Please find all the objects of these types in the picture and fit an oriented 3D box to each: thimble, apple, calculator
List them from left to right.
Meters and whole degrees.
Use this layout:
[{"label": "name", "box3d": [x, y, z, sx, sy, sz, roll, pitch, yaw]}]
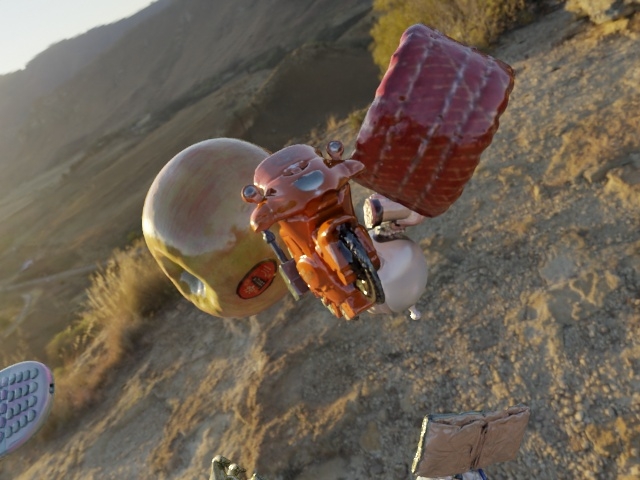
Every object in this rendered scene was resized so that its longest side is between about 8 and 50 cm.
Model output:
[{"label": "calculator", "box3d": [-0.653, 0.356, 1.143, 0.299, 0.041, 0.185, -29, 57, 20]}, {"label": "apple", "box3d": [-0.204, -0.035, 1.263, 0.392, 0.391, 0.346, 1, 45, 50]}, {"label": "thimble", "box3d": [0.209, -0.235, 1.098, 0.350, 0.231, 0.350, -64, -2, -4]}]

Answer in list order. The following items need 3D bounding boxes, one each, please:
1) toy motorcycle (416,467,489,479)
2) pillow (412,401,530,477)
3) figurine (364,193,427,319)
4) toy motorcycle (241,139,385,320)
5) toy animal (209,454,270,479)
[{"label": "toy motorcycle", "box3d": [0.271, 0.493, 1.104, 0.150, 0.102, 0.221, 25, 14, 17]}, {"label": "pillow", "box3d": [0.270, 0.351, 0.969, 0.233, 0.126, 0.043, 2, 22, -26]}, {"label": "figurine", "box3d": [0.199, 0.037, 1.536, 0.211, 0.360, 0.253, 20, 20, 32]}, {"label": "toy motorcycle", "box3d": [0.000, 0.000, 0.705, 0.148, 0.221, 0.325, -29, -10, -10]}, {"label": "toy animal", "box3d": [-0.153, 0.496, 1.070, 0.219, 0.103, 0.101, 1, 54, 46]}]
